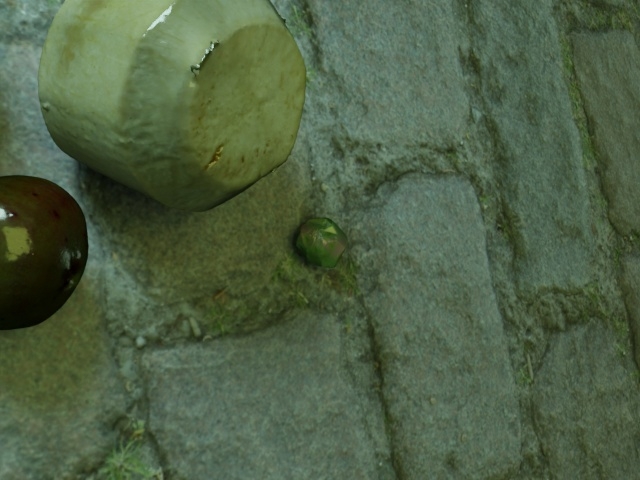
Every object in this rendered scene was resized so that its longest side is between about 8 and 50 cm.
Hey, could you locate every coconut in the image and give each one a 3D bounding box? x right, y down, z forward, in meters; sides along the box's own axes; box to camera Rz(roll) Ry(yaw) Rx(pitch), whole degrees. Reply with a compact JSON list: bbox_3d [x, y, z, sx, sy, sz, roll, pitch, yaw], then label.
[{"bbox_3d":[-0.184,-0.193,0.826,0.323,0.323,0.323,6,79,-35],"label":"coconut"},{"bbox_3d":[0.000,0.000,1.044,0.082,0.081,0.083,-9,43,-36],"label":"coconut"}]

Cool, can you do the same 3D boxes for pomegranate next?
[{"bbox_3d":[-0.372,0.006,0.738,0.209,0.180,0.180,14,71,4],"label":"pomegranate"}]
